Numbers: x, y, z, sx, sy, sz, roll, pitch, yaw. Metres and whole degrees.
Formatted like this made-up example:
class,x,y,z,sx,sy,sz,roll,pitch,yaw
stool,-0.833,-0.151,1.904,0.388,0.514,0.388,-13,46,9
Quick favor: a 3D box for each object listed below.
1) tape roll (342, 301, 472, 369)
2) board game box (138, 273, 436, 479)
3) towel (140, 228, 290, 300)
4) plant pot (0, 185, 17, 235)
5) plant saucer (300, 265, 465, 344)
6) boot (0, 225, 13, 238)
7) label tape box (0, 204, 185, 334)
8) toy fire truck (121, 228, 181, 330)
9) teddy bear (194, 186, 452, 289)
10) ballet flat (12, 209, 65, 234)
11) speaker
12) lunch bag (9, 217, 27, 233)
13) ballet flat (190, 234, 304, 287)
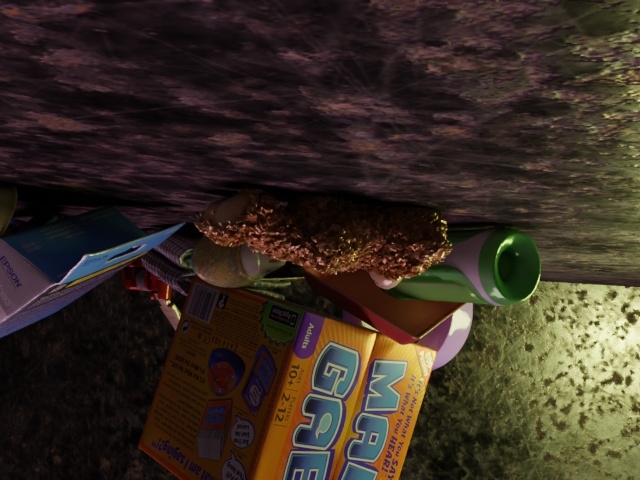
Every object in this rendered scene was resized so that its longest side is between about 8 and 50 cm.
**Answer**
class,x,y,z,sx,sy,sz,roll,pitch,yaw
tape roll,0.181,0.143,1.607,0.274,0.275,0.090,1,175,40
board game box,-0.065,0.304,1.448,0.356,0.356,0.356,22,174,-40
towel,-0.224,0.055,1.659,0.283,0.121,0.235,6,-174,-31
plant pot,-0.484,-0.051,1.063,0.079,0.083,0.083,23,165,-40
plant saucer,0.122,0.098,1.427,0.258,0.048,0.259,30,-154,23
boot,-0.625,-0.025,1.389,0.087,0.118,0.042,-18,-157,31
label tape box,-0.420,0.036,1.189,0.347,0.115,0.249,-32,179,27
toy fire truck,-0.392,0.104,1.832,0.158,0.246,0.217,8,174,-35
teddy bear,0.000,0.000,1.003,0.338,0.113,0.245,7,177,-32
ballet flat,-0.540,-0.006,1.475,0.095,0.096,0.280,45,157,-17
speaker,0.213,0.042,1.256,0.131,0.131,0.296,7,175,-33
lunch bag,-0.769,-0.018,1.598,0.221,0.138,0.293,-2,-175,45
ballet flat,-0.084,0.024,1.405,0.123,0.123,0.348,1,179,36
